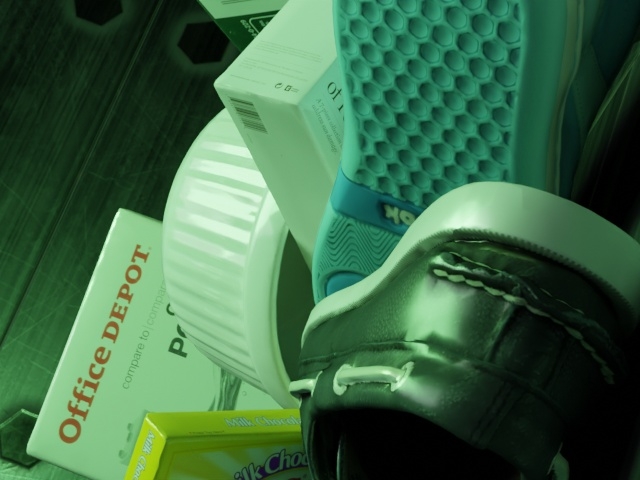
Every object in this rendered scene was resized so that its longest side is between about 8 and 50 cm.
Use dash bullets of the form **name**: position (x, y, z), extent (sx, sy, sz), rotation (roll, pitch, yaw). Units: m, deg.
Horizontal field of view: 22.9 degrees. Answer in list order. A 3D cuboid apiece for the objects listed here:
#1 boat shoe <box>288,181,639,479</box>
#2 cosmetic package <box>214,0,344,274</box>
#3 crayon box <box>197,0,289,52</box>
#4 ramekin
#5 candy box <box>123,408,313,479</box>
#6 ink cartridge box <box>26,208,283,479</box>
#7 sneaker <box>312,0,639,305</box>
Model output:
- **boat shoe**: position (0.034, 0.073, 0.621), extent (0.091, 0.114, 0.302), rotation (-62, -5, -23)
- **cosmetic package**: position (0.036, -0.025, 0.836), extent (0.099, 0.060, 0.239), rotation (-54, -41, -25)
- **crayon box**: position (0.055, -0.227, 1.048), extent (0.363, 0.106, 0.313), rotation (48, -128, -42)
- **ramekin**: position (0.000, 0.000, 0.942), extent (0.207, 0.109, 0.207), rotation (-22, -60, -45)
- **candy box**: position (-0.012, 0.133, 0.796), extent (0.027, 0.206, 0.105), rotation (40, 118, 46)
- **ink cartridge box**: position (-0.059, 0.119, 1.227), extent (0.117, 0.283, 0.207), rotation (75, -144, -87)
- **sneaker**: position (0.097, -0.066, 0.737), extent (0.208, 0.127, 0.319), rotation (-49, -24, -38)
